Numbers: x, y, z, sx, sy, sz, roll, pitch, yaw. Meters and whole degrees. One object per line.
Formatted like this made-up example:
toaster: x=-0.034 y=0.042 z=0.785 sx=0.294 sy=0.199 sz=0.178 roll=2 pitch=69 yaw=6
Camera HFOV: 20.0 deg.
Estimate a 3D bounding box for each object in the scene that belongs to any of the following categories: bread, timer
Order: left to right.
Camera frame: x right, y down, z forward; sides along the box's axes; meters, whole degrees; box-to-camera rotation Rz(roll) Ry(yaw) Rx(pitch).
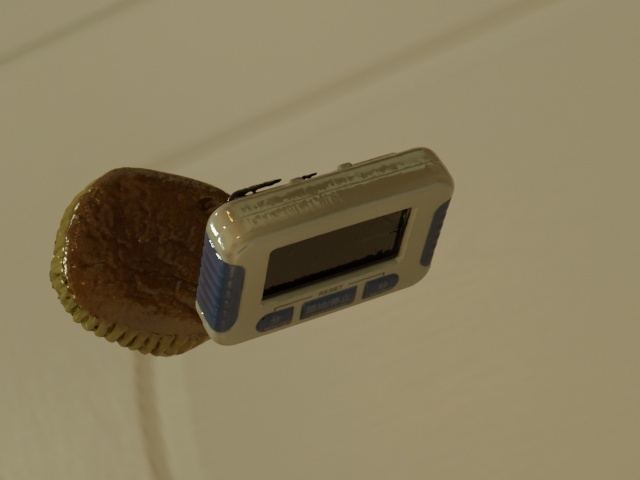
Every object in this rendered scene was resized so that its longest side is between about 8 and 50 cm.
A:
bread: x=-0.214 y=0.028 z=2.317 sx=0.142 sy=0.253 sz=0.227 roll=140 pitch=149 yaw=-70
timer: x=0.000 y=0.000 z=1.782 sx=0.078 sy=0.253 sz=0.178 roll=58 pitch=152 yaw=32
